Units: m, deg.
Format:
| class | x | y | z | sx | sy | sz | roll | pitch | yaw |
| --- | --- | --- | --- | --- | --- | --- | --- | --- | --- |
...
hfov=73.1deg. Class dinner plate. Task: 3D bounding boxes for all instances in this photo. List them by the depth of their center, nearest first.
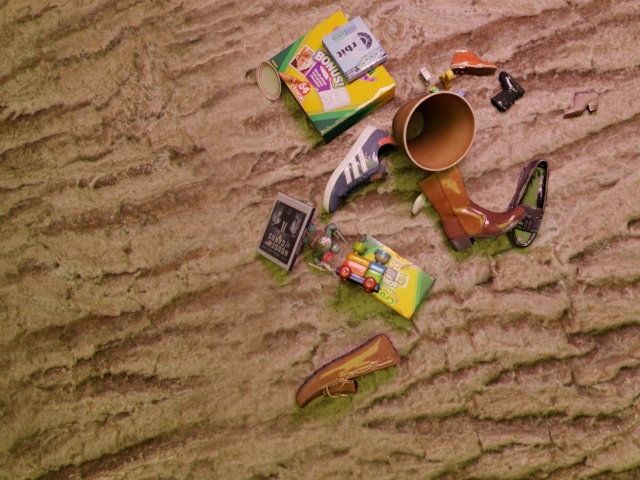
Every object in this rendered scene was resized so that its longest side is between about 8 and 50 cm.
| class | x | y | z | sx | sy | sz | roll | pitch | yaw |
| --- | --- | --- | --- | --- | --- | --- | --- | --- | --- |
| dinner plate | -0.191 | -0.598 | 1.618 | 0.017 | 0.141 | 0.141 | -31 | 77 | -33 |

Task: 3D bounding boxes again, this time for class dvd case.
| class | x | y | z | sx | sy | sz | roll | pitch | yaw |
| --- | --- | --- | --- | --- | --- | --- | --- | --- | --- |
| dvd case | -0.126 | -0.035 | 1.531 | 0.179 | 0.030 | 0.238 | 27 | 99 | 37 |

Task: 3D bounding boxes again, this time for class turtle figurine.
| class | x | y | z | sx | sy | sz | roll | pitch | yaw |
| --- | --- | --- | --- | --- | --- | --- | --- | --- | --- |
| turtle figurine | 0.000 | 0.000 | 1.523 | 0.234 | 0.118 | 0.175 | 31 | 84 | 19 |

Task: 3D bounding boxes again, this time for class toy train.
| class | x | y | z | sx | sy | sz | roll | pitch | yaw |
| --- | --- | --- | --- | --- | --- | --- | --- | --- | --- |
| toy train | 0.100 | 0.064 | 1.423 | 0.248 | 0.105 | 0.143 | 24 | 79 | 11 |

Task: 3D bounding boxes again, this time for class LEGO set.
| class | x | y | z | sx | sy | sz | roll | pitch | yaw |
| --- | --- | --- | --- | --- | --- | --- | --- | --- | --- |
| LEGO set | 0.439 | -0.536 | 1.513 | 0.087 | 0.093 | 0.227 | -31 | 80 | 5 |

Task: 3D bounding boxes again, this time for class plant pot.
| class | x | y | z | sx | sy | sz | roll | pitch | yaw |
| --- | --- | --- | --- | --- | --- | --- | --- | --- | --- |
| plant pot | 0.339 | -0.373 | 1.422 | 0.237 | 0.254 | 0.237 | -4 | 112 | -11 |

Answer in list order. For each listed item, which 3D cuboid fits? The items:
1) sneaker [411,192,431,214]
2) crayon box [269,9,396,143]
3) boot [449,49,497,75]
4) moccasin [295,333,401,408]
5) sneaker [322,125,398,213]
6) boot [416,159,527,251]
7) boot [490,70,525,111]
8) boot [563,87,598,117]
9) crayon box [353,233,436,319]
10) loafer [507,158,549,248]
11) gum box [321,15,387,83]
| class | x | y | z | sx | sy | sz | roll | pitch | yaw |
| --- | --- | --- | --- | --- | --- | --- | --- | --- | --- |
| sneaker | 0.385 | -0.144 | 1.498 | 0.075 | 0.057 | 0.161 | 39 | 88 | 17 |
| crayon box | 0.044 | -0.595 | 1.579 | 0.313 | 0.106 | 0.362 | -34 | 80 | 4 |
| boot | 0.545 | -0.633 | 1.526 | 0.158 | 0.059 | 0.084 | 11 | 81 | 11 |
| moccasin | 0.090 | 0.463 | 1.452 | 0.380 | 0.139 | 0.147 | -28 | 71 | -4 |
| sneaker | 0.144 | -0.228 | 1.510 | 0.148 | 0.131 | 0.350 | 32 | 90 | 16 |
| boot | 0.494 | -0.137 | 1.417 | 0.264 | 0.096 | 0.280 | -26 | 94 | 32 |
| boot | 0.637 | -0.517 | 1.505 | 0.099 | 0.045 | 0.121 | -41 | 80 | 7 |
| boot | 0.878 | -0.469 | 1.464 | 0.119 | 0.042 | 0.086 | -8 | 76 | 7 |
| crayon box | 0.231 | 0.123 | 1.483 | 0.278 | 0.081 | 0.165 | 33 | 90 | 11 |
| loafer | 0.689 | -0.126 | 1.426 | 0.109 | 0.095 | 0.302 | 13 | 86 | 11 |
| gum box | 0.117 | -0.663 | 1.503 | 0.157 | 0.041 | 0.184 | -31 | 80 | 0 |
